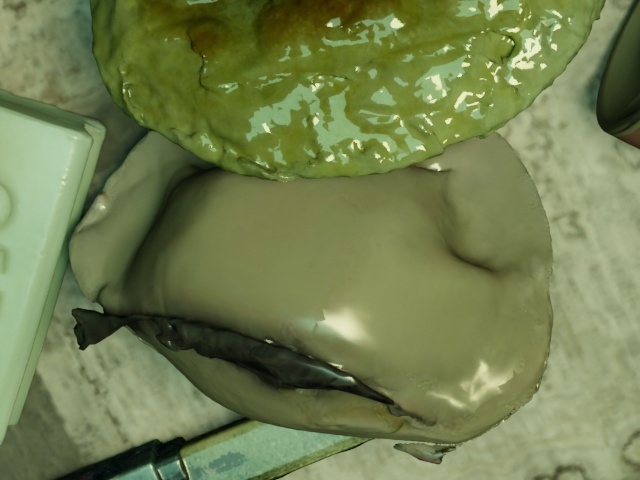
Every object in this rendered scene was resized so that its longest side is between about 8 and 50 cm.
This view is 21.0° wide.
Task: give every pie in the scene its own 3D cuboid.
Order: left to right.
[{"bbox_3d":[0.001,-0.164,0.926,0.306,0.071,0.306,-6,66,13],"label":"pie"}]

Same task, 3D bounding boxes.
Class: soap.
[{"bbox_3d":[-0.213,0.009,1.029,0.119,0.066,0.198,18,100,-2],"label":"soap"}]

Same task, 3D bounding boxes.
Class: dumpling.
[{"bbox_3d":[-0.008,0.005,0.958,0.293,0.163,0.204,22,100,21],"label":"dumpling"}]

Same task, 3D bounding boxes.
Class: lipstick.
[{"bbox_3d":[-0.041,0.127,1.051,0.312,0.051,0.051,-23,99,4],"label":"lipstick"}]

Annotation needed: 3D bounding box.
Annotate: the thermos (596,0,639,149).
[{"bbox_3d":[0.308,-0.077,0.958,0.265,0.146,0.176,25,75,-10],"label":"thermos"}]
